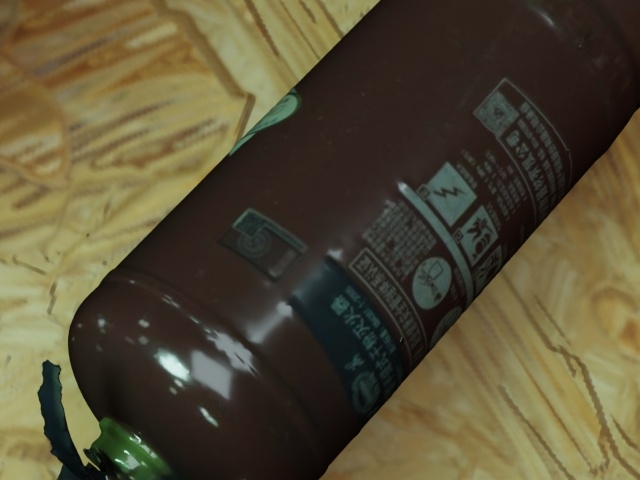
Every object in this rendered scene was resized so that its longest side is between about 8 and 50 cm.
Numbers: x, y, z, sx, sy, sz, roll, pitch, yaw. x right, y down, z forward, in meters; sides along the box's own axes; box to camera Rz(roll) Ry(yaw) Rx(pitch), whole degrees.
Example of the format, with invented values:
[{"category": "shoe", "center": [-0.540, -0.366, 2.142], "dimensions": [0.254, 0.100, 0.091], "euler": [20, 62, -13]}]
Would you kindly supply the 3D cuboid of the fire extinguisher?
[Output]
[{"category": "fire extinguisher", "center": [0.000, 0.000, 0.714], "dimensions": [0.114, 0.135, 0.337], "euler": [27, 65, 35]}]
